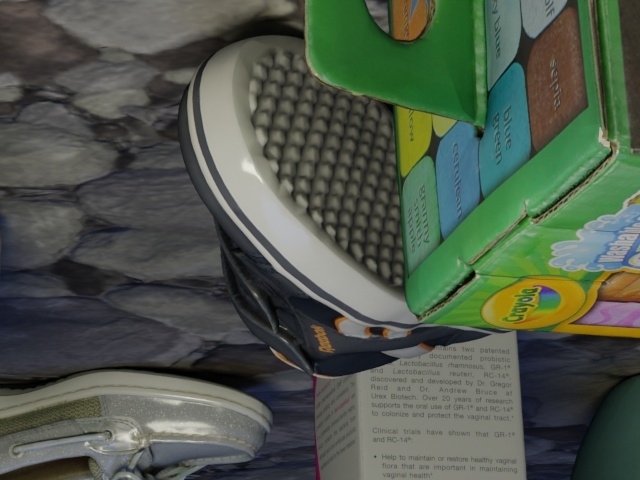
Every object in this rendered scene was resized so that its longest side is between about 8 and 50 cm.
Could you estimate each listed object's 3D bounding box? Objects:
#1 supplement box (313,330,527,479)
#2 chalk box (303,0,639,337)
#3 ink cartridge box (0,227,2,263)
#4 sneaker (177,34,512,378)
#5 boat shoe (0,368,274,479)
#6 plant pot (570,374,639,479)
[{"bbox_3d":[0.061,0.140,1.200,0.114,0.220,0.111,2,161,-15],"label":"supplement box"},{"bbox_3d":[0.127,-0.072,0.663,0.289,0.180,0.179,5,159,-16],"label":"chalk box"},{"bbox_3d":[-0.250,0.041,0.910,0.117,0.207,0.283,-2,161,7],"label":"ink cartridge box"},{"bbox_3d":[0.000,0.000,0.935,0.127,0.126,0.321,-18,157,25],"label":"sneaker"},{"bbox_3d":[-0.192,0.161,1.412,0.320,0.103,0.118,-3,161,6],"label":"boat shoe"},{"bbox_3d":[0.317,0.222,1.430,0.293,0.235,0.293,-1,161,0],"label":"plant pot"}]
